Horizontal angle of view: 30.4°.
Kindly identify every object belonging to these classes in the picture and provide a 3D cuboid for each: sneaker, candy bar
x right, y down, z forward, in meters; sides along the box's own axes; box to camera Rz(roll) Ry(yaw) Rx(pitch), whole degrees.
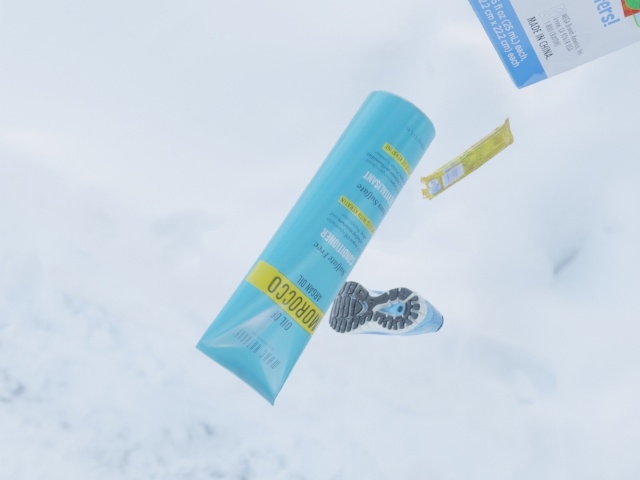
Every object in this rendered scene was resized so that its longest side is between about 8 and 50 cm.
[{"bbox_3d":[0.073,0.088,1.339,0.162,0.073,0.063,5,75,50],"label":"sneaker"},{"bbox_3d":[0.191,-0.104,1.512,0.161,0.040,0.018,-34,40,-21],"label":"candy bar"}]

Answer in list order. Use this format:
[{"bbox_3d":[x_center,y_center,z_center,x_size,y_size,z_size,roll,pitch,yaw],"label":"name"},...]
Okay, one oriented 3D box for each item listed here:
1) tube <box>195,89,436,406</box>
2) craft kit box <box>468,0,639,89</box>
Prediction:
[{"bbox_3d":[0.000,0.000,0.751,0.052,0.080,0.207,15,68,51],"label":"tube"},{"bbox_3d":[0.153,-0.193,0.485,0.246,0.250,0.061,-18,56,18],"label":"craft kit box"}]
